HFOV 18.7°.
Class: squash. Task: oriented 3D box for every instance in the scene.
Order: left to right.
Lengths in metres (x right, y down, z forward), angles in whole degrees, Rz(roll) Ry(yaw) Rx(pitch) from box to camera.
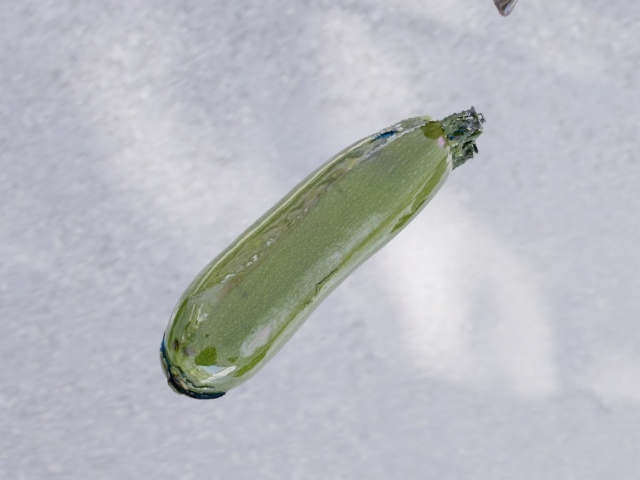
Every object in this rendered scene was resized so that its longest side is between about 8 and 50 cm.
[{"bbox_3d":[0.000,0.000,0.846,0.183,0.052,0.052,-42,103,-13],"label":"squash"}]

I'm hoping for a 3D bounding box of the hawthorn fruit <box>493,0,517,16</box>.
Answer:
[{"bbox_3d":[0.172,-0.202,0.862,0.242,0.272,0.242,39,20,-18],"label":"hawthorn fruit"}]
